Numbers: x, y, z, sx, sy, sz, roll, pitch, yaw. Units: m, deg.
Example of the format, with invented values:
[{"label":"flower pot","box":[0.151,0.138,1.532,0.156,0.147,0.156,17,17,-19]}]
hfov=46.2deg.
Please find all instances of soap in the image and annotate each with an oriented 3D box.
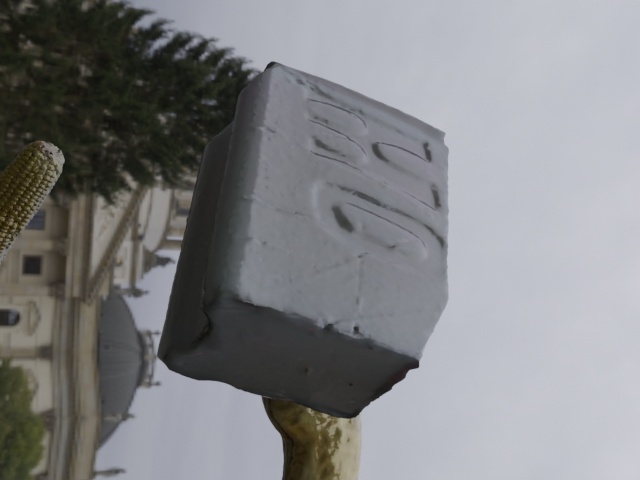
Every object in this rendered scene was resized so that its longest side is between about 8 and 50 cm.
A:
[{"label":"soap","box":[0.000,0.000,1.023,0.213,0.350,0.435,-47,-154,44]}]

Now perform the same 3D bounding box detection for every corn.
[{"label":"corn","box":[-0.555,-0.034,1.294,0.320,0.097,0.097,-52,-146,4]}]

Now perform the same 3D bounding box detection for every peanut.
[{"label":"peanut","box":[-0.012,0.267,1.108,0.147,0.147,0.305,-5,-82,63]}]
